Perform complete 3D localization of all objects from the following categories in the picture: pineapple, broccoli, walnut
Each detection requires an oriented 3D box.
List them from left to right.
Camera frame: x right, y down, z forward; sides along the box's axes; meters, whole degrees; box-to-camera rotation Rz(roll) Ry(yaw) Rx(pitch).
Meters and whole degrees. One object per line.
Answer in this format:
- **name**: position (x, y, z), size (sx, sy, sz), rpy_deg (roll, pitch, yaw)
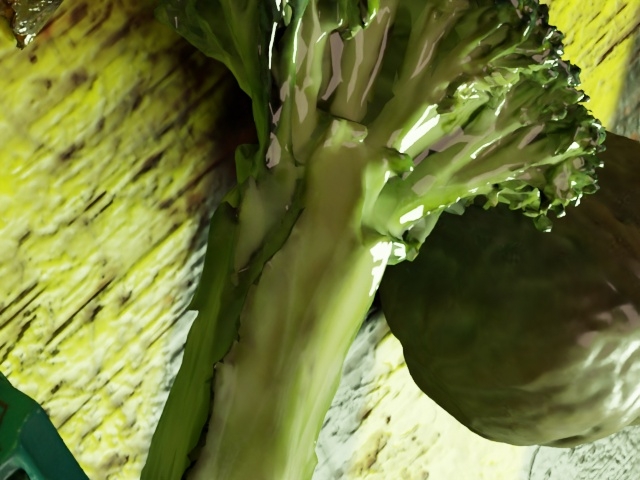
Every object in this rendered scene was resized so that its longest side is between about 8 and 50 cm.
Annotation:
- **pineapple**: position (-0.145, -0.144, 1.019), size (0.083, 0.019, 0.045), rpy_deg (-54, 136, -9)
- **broccoli**: position (0.009, 0.007, 1.034), size (0.252, 0.221, 0.361), rpy_deg (12, 84, -56)
- **walnut**: position (0.149, 0.030, 1.216), size (0.224, 0.224, 0.224), rpy_deg (-17, 117, -37)

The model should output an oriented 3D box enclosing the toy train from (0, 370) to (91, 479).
- **toy train**: position (-0.213, 0.150, 0.971), size (0.203, 0.163, 0.112), rpy_deg (-46, 130, -20)
